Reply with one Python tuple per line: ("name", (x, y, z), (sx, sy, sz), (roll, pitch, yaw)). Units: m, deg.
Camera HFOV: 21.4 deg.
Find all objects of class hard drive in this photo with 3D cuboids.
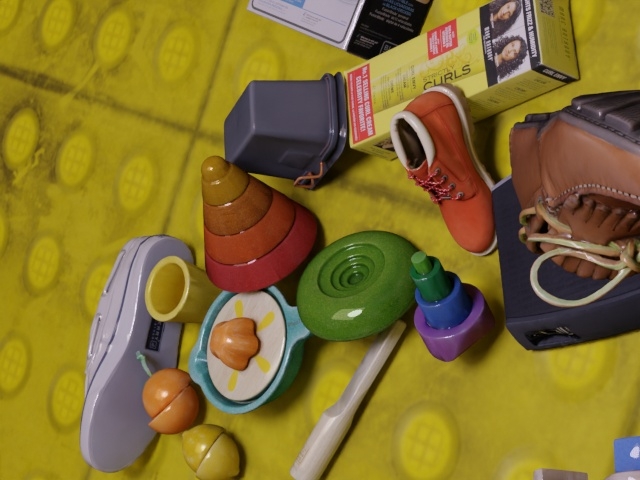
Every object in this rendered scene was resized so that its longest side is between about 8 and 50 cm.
("hard drive", (0.248, -0.016, 1.389), (0.254, 0.054, 0.172), (-22, 64, 41))

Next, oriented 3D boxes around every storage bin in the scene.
("storage bin", (-0.038, -0.102, 1.650), (0.135, 0.091, 0.098), (132, 137, -65))

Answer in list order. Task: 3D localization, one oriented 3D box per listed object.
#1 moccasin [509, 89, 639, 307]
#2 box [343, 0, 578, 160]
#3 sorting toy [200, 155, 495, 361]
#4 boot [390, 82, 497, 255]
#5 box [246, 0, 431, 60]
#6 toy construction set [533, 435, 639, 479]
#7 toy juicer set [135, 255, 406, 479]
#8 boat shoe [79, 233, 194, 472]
("moccasin", (0.207, -0.029, 1.196), (0.380, 0.139, 0.147), (177, 91, -78))
("box", (0.125, -0.152, 1.554), (0.232, 0.058, 0.087), (-21, 65, 42))
("sorting toy", (0.000, 0.000, 1.560), (0.365, 0.126, 0.127), (22, 62, 45))
("boot", (0.107, -0.053, 1.495), (0.059, 0.084, 0.158), (-15, 100, 38))
("box", (0.054, -0.329, 1.656), (0.169, 0.087, 0.290), (31, 101, 46))
("toy construction set", (0.273, 0.254, 1.213), (0.237, 0.257, 0.309), (-34, 77, 56))
("toy juicer set", (-0.078, 0.140, 1.658), (0.329, 0.089, 0.209), (13, 86, 46))
("boat shoe", (-0.205, 0.119, 1.810), (0.084, 0.095, 0.258), (4, 71, 51))
